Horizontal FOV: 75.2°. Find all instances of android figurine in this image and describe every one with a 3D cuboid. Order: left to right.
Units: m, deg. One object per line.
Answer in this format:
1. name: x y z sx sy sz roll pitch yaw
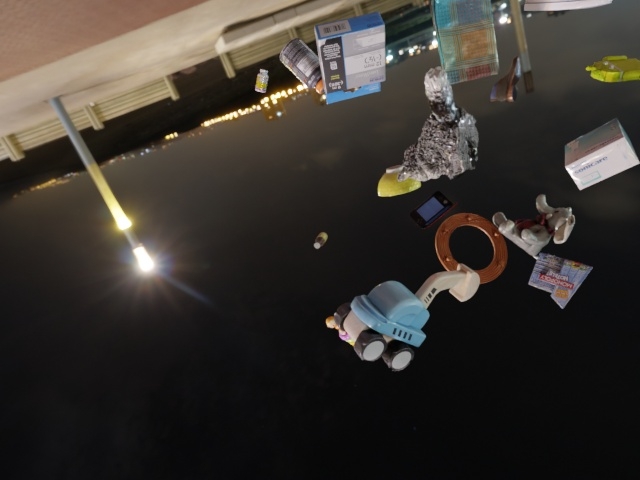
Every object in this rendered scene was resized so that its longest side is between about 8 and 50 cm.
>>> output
1. android figurine: 1.323 -0.752 1.822 0.273 0.056 0.248 1 -141 9

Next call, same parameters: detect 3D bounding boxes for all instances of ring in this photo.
1. ring: 0.678 0.027 1.853 0.337 0.336 0.032 -29 165 -18

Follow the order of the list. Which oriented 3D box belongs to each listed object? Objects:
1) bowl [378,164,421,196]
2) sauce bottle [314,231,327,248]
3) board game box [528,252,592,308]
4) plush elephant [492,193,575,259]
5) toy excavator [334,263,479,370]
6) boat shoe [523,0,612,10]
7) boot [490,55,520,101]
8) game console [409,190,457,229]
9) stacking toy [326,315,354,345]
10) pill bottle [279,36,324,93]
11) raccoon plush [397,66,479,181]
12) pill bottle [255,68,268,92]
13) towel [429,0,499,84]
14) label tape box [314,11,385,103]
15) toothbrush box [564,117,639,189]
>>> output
1. bowl: 0.506 -0.407 2.731 0.290 0.156 0.289 -14 -164 4
2. sauce bottle: 0.000 0.000 1.726 0.042 0.042 0.128 -16 -168 15
3. board game box: 0.966 0.168 1.695 0.194 0.194 0.060 20 -178 26
4. plush elephant: 0.956 -0.068 1.790 0.255 0.330 0.272 -52 170 19
5. toy excavator: 0.340 0.240 1.532 0.445 0.433 0.222 -57 -147 11
6. boat shoe: 0.781 -0.780 1.318 0.258 0.084 0.095 21 -142 38
7. boot: 0.842 -0.733 1.892 0.106 0.082 0.219 6 -103 40
8. game console: 0.398 -0.111 1.483 0.144 0.085 0.124 -39 -122 6
9. stacking toy: 0.150 0.417 1.932 0.175 0.302 0.165 -48 -149 25
10. pill bottle: -0.057 -0.779 1.874 0.130 0.245 0.130 -44 180 0
11. raccoon plush: 0.375 -0.396 1.496 0.299 0.446 0.216 2 -140 42
12. pill bottle: -0.232 -0.636 1.653 0.043 0.083 0.043 13 -159 -5
13. towel: 0.644 -0.900 1.835 0.272 0.370 0.040 -14 -170 -4
14. label tape box: 0.128 -0.689 1.652 0.249 0.347 0.115 -13 -127 1
15. toothbrush box: 1.140 -0.358 1.702 0.216 0.126 0.295 -31 -171 38
